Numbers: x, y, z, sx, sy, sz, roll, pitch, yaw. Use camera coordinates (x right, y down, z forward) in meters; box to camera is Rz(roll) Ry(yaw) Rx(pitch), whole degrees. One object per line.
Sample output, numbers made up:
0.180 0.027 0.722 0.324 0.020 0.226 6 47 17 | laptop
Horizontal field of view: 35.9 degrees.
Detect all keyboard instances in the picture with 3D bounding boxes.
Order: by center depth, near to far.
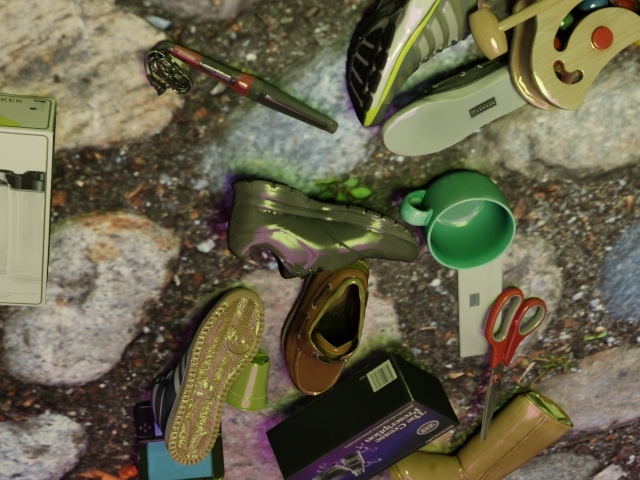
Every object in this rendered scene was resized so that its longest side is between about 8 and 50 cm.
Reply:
0.259 0.093 1.602 0.072 0.014 0.256 -7 128 1 | keyboard

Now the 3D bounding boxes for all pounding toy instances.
0.326 -0.245 1.215 0.270 0.155 0.154 -19 101 -9 | pounding toy

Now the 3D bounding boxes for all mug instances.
0.200 -0.044 1.428 0.129 0.097 0.158 -34 125 16 | mug

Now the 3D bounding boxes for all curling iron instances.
-0.102 -0.194 1.295 0.274 0.035 0.068 15 127 -21 | curling iron

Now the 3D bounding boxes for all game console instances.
-0.234 0.336 1.645 0.144 0.085 0.124 -4 128 -9 | game console

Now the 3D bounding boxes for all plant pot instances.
-0.115 0.219 1.590 0.083 0.083 0.079 9 113 -17 | plant pot

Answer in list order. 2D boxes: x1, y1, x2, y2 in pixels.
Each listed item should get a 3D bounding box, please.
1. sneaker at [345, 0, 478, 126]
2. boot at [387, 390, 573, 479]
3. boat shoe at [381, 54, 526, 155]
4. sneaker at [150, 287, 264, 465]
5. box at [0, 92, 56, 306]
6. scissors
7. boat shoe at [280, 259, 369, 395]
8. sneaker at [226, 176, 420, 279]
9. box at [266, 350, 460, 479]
0.129 -0.263 1.244 0.121 0.111 0.300 9 130 -27 | sneaker
0.282 0.363 1.772 0.236 0.089 0.269 27 117 -36 | boot
0.178 -0.188 1.316 0.229 0.076 0.080 -27 128 -4 | boat shoe
-0.185 0.196 1.553 0.099 0.153 0.282 22 90 -22 | sneaker
-0.441 -0.051 1.305 0.169 0.087 0.289 5 126 -15 | box
0.288 0.212 1.649 0.109 0.021 0.297 8 113 -32 | scissors
0.006 0.144 1.530 0.111 0.104 0.307 0 128 -13 | boat shoe
0.000 0.000 1.395 0.286 0.109 0.130 14 90 -12 | sneaker
0.072 0.313 1.648 0.261 0.103 0.184 -35 146 16 | box
